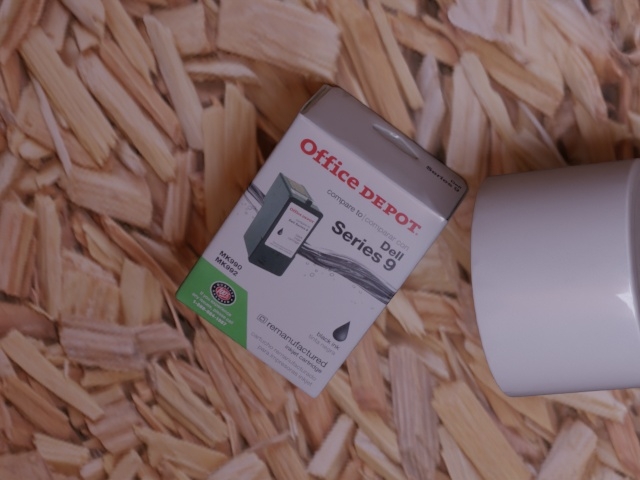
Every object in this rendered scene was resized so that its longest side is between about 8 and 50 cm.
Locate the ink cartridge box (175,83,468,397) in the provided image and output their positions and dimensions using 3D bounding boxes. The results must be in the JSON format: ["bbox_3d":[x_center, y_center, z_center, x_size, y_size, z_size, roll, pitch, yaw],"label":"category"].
[{"bbox_3d":[0.000,0.000,2.028,0.211,0.121,0.289,36,117,1],"label":"ink cartridge box"}]

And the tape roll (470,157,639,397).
[{"bbox_3d":[0.274,0.041,1.886,0.169,0.246,0.246,-7,108,21],"label":"tape roll"}]
